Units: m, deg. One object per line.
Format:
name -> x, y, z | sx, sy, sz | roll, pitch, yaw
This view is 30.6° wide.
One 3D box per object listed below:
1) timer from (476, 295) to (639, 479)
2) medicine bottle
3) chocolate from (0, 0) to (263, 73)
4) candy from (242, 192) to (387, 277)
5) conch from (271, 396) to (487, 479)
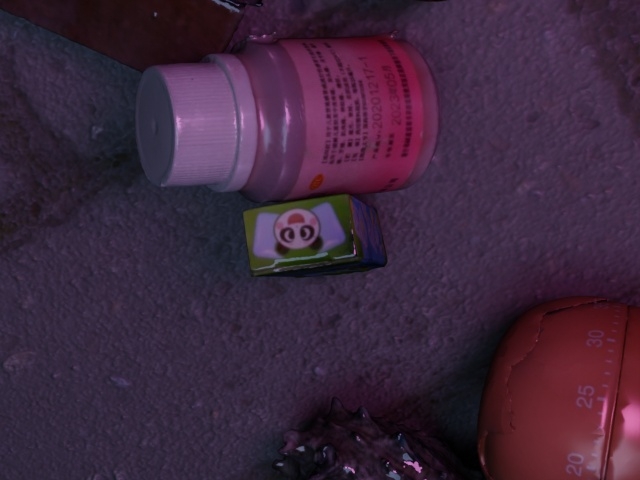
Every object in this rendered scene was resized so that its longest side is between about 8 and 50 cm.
timer -> 0.261, 0.169, 1.100 | 0.214, 0.229, 0.230 | 15, 115, 16
medicine bottle -> -0.027, -0.104, 1.005 | 0.247, 0.147, 0.147 | -7, 117, -27
chocolate -> -0.211, -0.239, 1.035 | 0.321, 0.112, 0.112 | 22, 122, -5
candy -> 0.000, 0.000, 1.069 | 0.097, 0.194, 0.062 | -8, 86, 10
conch -> 0.066, 0.293, 1.212 | 0.240, 0.186, 0.313 | -16, 134, 41
